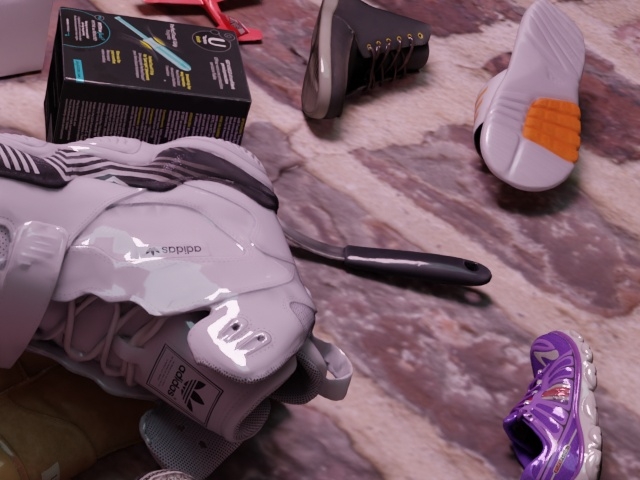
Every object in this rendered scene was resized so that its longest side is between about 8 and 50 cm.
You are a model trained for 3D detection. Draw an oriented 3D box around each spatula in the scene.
[{"bbox_3d":[0.000,0.000,1.367,0.296,0.030,0.084,14,33,-3],"label":"spatula"}]

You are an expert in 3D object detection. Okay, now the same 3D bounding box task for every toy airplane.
[{"bbox_3d":[-0.111,-0.242,1.659,0.151,0.028,0.151,10,36,-7],"label":"toy airplane"}]

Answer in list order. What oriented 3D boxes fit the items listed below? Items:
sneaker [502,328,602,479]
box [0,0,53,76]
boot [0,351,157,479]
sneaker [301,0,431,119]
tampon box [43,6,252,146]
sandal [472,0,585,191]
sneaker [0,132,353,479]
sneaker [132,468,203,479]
[{"bbox_3d":[0.173,0.127,1.231,0.071,0.068,0.170,7,36,-2],"label":"sneaker"},{"bbox_3d":[-0.347,-0.227,1.492,0.130,0.091,0.170,-15,45,-37],"label":"box"},{"bbox_3d":[-0.185,0.071,1.154,0.269,0.089,0.236,-26,65,-42],"label":"boot"},{"bbox_3d":[0.050,-0.180,1.590,0.118,0.083,0.222,14,34,-4],"label":"sneaker"},{"bbox_3d":[-0.153,-0.121,1.412,0.161,0.101,0.120,6,37,-15],"label":"tampon box"},{"bbox_3d":[0.201,-0.128,1.583,0.102,0.076,0.265,35,44,-13],"label":"sandal"},{"bbox_3d":[-0.146,0.045,1.031,0.365,0.137,0.210,-7,52,-39],"label":"sneaker"},{"bbox_3d":[0.006,0.239,0.939,0.343,0.146,0.134,38,40,29],"label":"sneaker"}]
